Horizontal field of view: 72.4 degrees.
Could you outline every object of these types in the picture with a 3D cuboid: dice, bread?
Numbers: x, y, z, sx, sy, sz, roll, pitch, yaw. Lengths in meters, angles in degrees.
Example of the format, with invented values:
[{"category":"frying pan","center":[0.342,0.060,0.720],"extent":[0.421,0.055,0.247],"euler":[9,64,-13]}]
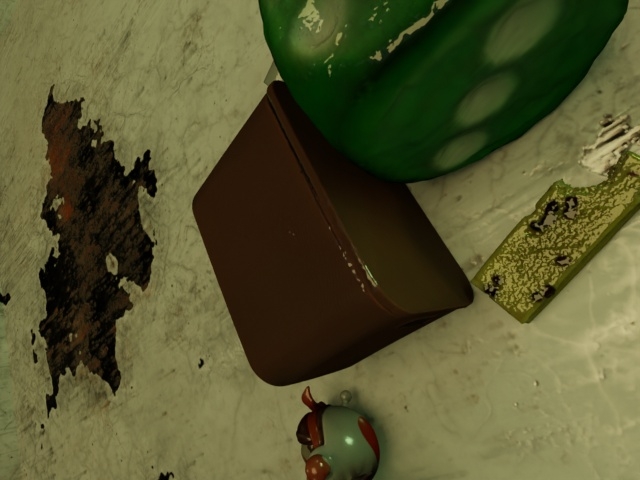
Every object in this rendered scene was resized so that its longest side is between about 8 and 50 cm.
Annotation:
[{"category":"dice","center":[0.124,-0.263,0.503],"extent":[0.297,0.300,0.287],"euler":[-35,63,31]},{"category":"bread","center":[0.282,-0.009,0.511],"extent":[0.088,0.049,0.226],"euler":[45,112,32]}]

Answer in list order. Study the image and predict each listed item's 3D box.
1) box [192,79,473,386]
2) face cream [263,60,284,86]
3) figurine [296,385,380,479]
[{"category":"box","center":[0.000,0.000,0.617],"extent":[0.229,0.239,0.340],"euler":[-41,63,31]},{"category":"face cream","center":[-0.012,-0.372,0.758],"extent":[0.077,0.077,0.250],"euler":[43,112,32]},{"category":"figurine","center":[0.030,0.317,0.616],"extent":[0.160,0.183,0.226],"euler":[-44,48,16]}]
